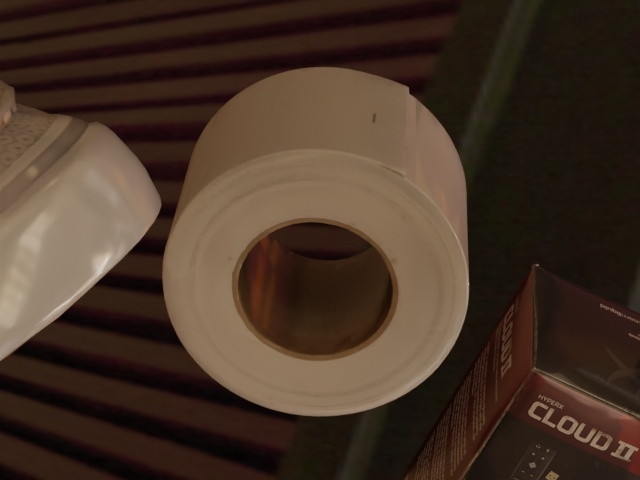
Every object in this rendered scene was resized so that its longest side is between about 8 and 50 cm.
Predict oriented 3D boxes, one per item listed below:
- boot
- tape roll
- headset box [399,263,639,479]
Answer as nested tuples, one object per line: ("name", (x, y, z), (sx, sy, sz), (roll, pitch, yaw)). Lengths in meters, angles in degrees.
("boot", (-0.138, -0.026, 0.410), (0.095, 0.258, 0.123), (-43, 109, -28))
("tape roll", (0.000, 0.000, 1.523), (0.246, 0.169, 0.246), (2, 119, 3))
("headset box", (0.157, 0.168, 1.014), (0.218, 0.110, 0.293), (24, 119, -7))
